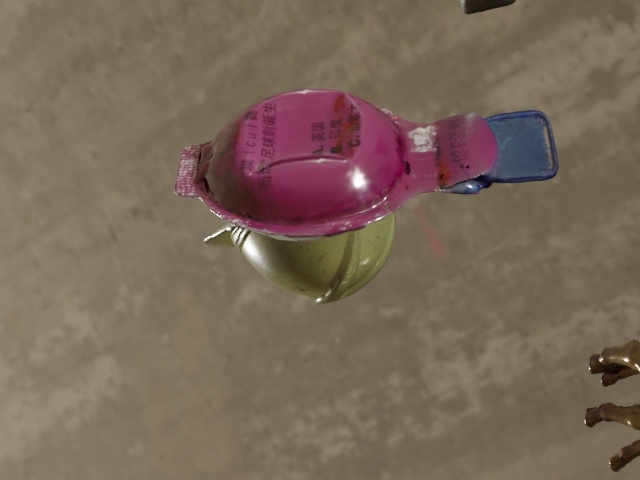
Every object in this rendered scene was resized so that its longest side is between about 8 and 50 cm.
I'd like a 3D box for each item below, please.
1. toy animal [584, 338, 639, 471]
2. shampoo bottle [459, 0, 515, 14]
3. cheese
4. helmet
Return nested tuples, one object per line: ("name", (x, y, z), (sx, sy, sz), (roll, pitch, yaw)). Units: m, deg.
("toy animal", (0.330, 0.182, 1.327), (0.054, 0.149, 0.275), (-6, 28, -41))
("shampoo bottle", (0.197, -0.427, 2.027), (0.080, 0.246, 0.079), (-12, -11, 2))
("cheese", (0.028, -0.051, 0.992), (0.244, 0.062, 0.155), (-4, 39, 3))
("helmet", (-0.001, 0.005, 1.792), (0.204, 0.137, 0.257), (-13, -16, -42))
